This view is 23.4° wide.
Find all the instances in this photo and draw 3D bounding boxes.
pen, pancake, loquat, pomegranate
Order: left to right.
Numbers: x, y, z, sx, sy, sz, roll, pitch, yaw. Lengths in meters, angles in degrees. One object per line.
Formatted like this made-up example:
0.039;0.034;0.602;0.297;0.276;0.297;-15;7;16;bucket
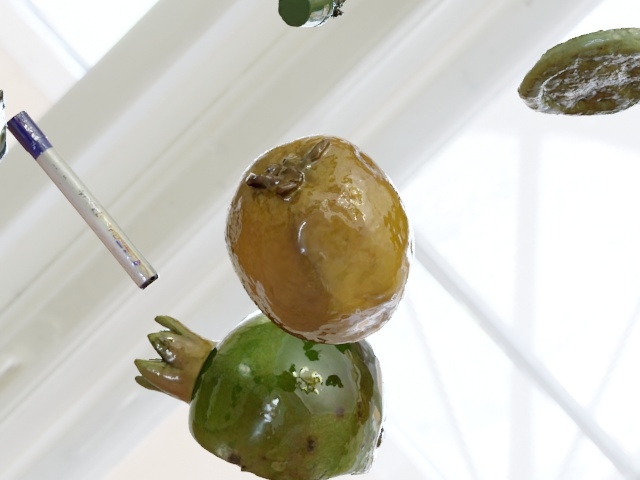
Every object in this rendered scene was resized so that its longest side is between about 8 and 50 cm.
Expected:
-0.289;-0.048;1.876;0.269;0.033;0.033;50;9;6;pen
-0.068;0.179;2.093;0.358;0.216;0.310;25;11;9;pomegranate
0.000;0.000;1.694;0.238;0.193;0.238;57;-13;22;loquat
0.411;-0.240;2.282;0.253;0.253;0.037;32;46;-58;pancake

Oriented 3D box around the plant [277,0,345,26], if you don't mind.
-0.003;-0.248;1.609;0.051;0.051;0.102;48;30;9;plant

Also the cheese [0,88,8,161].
-0.330;-0.017;1.264;0.054;0.251;0.127;19;-35;6;cheese
